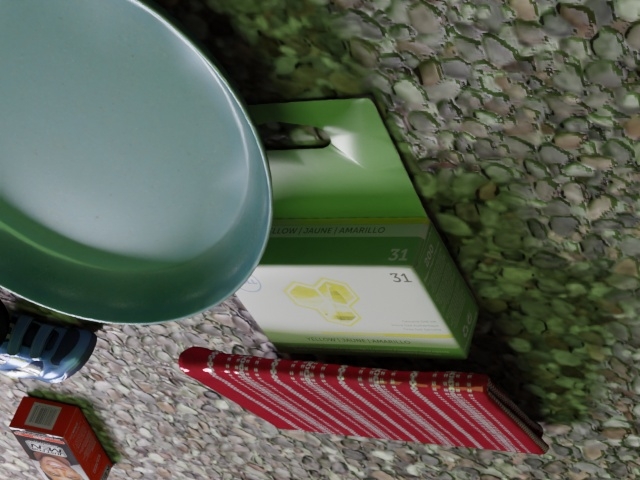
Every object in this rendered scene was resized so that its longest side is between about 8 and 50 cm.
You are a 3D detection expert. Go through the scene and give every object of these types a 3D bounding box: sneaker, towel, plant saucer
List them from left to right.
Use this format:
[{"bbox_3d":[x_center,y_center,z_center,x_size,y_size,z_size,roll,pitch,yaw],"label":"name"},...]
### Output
[{"bbox_3d":[-0.280,0.103,1.184,0.144,0.053,0.059,-7,135,34],"label":"sneaker"},{"bbox_3d":[-0.178,-0.069,0.853,0.318,0.043,0.317,12,134,13],"label":"plant saucer"},{"bbox_3d":[0.038,0.134,1.031,0.275,0.031,0.199,1,159,26],"label":"towel"}]

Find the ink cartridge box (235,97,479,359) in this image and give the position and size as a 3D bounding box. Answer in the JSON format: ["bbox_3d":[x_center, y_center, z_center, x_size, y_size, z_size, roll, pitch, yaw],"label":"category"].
[{"bbox_3d":[0.000,0.000,0.891,0.171,0.056,0.235,0,143,30],"label":"ink cartridge box"}]

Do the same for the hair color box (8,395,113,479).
[{"bbox_3d":[-0.293,0.234,1.382,0.072,0.043,0.141,8,145,17],"label":"hair color box"}]

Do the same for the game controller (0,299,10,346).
[{"bbox_3d":[-0.446,0.115,1.189,0.319,0.067,0.166,-40,97,25],"label":"game controller"}]
